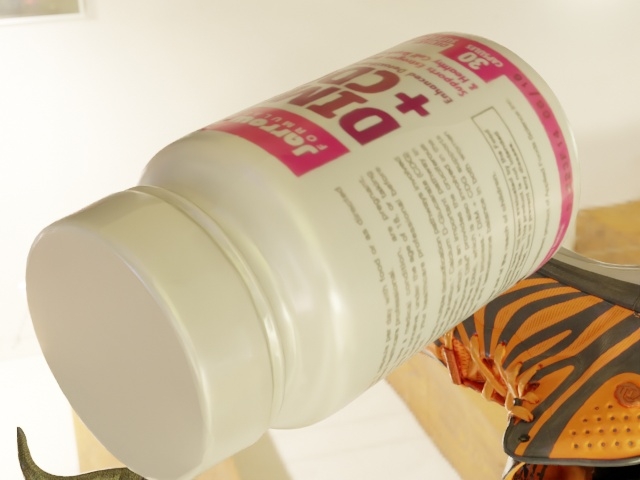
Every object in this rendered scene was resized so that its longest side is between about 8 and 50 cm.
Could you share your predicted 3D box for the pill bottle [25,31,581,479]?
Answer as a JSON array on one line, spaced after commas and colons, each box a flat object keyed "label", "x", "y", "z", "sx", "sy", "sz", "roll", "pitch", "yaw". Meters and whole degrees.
[{"label": "pill bottle", "x": 0.000, "y": 0.000, "z": 0.589, "sx": 0.160, "sy": 0.160, "sz": 0.283, "roll": 16, "pitch": -146, "yaw": 40}]

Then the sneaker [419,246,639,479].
[{"label": "sneaker", "x": 0.131, "y": 0.092, "z": 0.743, "sx": 0.321, "sy": 0.125, "sz": 0.180, "roll": 6, "pitch": -135, "yaw": 40}]

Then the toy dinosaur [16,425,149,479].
[{"label": "toy dinosaur", "x": -0.128, "y": 0.261, "z": 0.901, "sx": 0.160, "sy": 0.313, "sz": 0.121, "roll": -32, "pitch": -179, "yaw": 5}]
